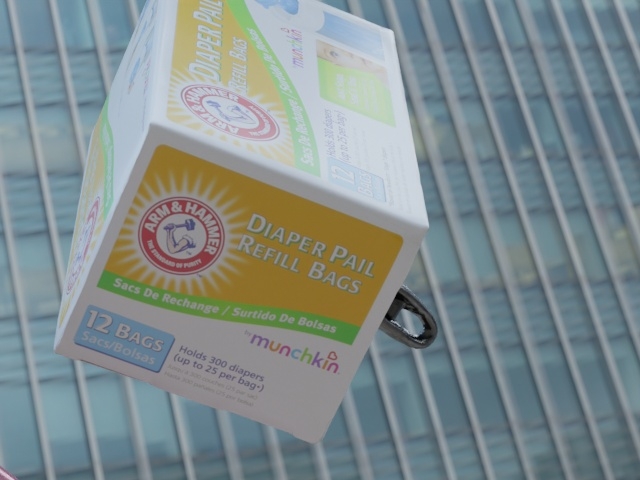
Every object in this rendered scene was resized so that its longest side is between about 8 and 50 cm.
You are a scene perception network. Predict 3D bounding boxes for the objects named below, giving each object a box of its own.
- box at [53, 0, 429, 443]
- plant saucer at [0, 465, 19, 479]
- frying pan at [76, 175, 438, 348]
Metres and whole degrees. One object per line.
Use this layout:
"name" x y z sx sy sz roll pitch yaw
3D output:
"box" -0.033 -0.027 0.743 0.114 0.203 0.103 20 -65 -13
"plant saucer" -0.171 0.221 0.628 0.084 0.332 0.332 -25 -28 29
"frying pan" -0.021 0.017 0.968 0.197 0.053 0.326 -42 -43 -21
